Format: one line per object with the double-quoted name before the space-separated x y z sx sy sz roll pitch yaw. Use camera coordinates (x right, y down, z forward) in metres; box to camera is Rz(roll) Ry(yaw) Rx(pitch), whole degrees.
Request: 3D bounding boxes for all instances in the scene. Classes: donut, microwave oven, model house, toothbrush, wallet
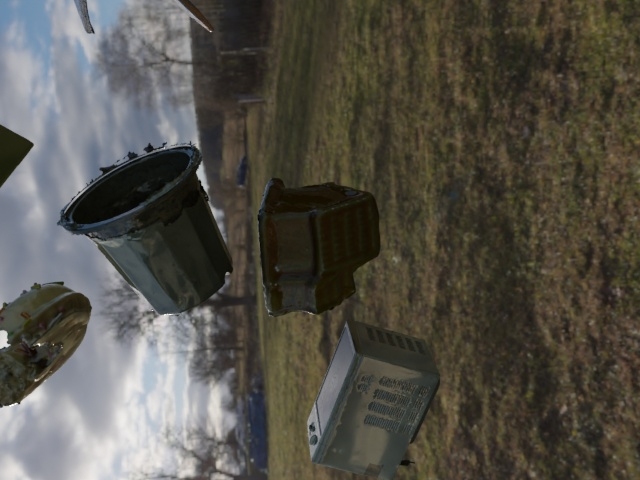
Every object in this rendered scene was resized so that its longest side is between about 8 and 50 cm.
"donut" -0.753 0.254 1.738 0.371 0.150 0.307 -56 -7 36
"microwave oven" 0.099 0.297 1.221 0.145 0.194 0.240 -108 36 -68
"model house" 0.001 0.009 1.304 0.173 0.239 0.267 -57 -37 -76
"toothbrush" -0.357 -0.562 1.323 0.375 0.037 0.028 44 169 -21
"wallet" -0.624 -0.664 1.680 0.145 0.030 0.285 65 160 10

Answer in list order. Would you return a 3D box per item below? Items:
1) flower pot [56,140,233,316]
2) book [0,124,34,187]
"flower pot" -0.299 -0.016 1.235 0.290 0.291 0.259 -108 -8 -60
"book" -0.971 -0.212 1.772 0.035 0.239 0.352 -48 19 43
